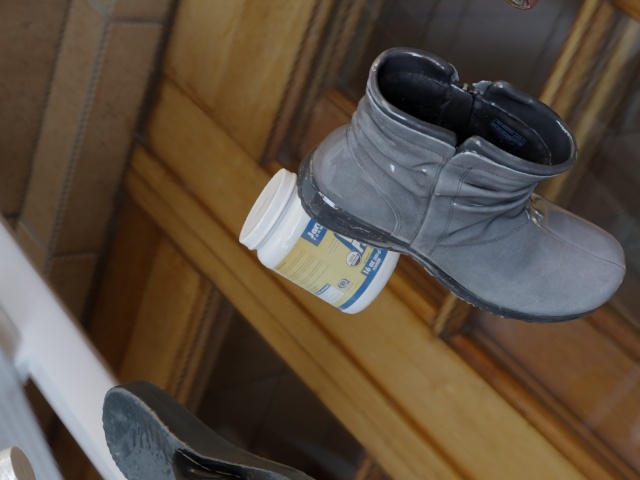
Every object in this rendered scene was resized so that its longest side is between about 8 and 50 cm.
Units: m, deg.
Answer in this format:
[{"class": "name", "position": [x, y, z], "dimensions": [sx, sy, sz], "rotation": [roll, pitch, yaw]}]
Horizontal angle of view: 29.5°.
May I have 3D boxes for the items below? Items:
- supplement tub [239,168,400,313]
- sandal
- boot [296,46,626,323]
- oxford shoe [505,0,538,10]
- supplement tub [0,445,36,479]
[{"class": "supplement tub", "position": [0.000, 0.000, 1.733], "dimensions": [0.199, 0.144, 0.144], "rotation": [31, 105, -13]}, {"class": "sandal", "position": [-0.115, 0.290, 1.268], "dimensions": [0.107, 0.445, 0.168], "rotation": [-19, 118, -38]}, {"class": "boot", "position": [0.159, -0.034, 1.041], "dimensions": [0.338, 0.118, 0.222], "rotation": [17, 156, -17]}, {"class": "oxford shoe", "position": [0.129, -0.390, 1.199], "dimensions": [0.130, 0.348, 0.123], "rotation": [-42, 178, -2]}, {"class": "supplement tub", "position": [-0.413, 0.305, 1.497], "dimensions": [0.107, 0.071, 0.071], "rotation": [-24, 145, 2]}]
